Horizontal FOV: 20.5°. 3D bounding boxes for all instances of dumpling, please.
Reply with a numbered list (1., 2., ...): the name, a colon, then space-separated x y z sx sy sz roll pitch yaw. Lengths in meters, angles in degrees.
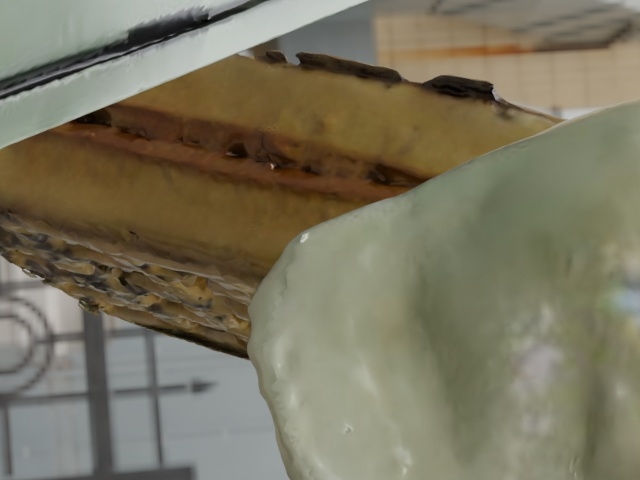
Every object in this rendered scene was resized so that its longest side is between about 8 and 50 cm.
1. dumpling: 0.112 0.051 0.420 0.131 0.252 0.179 119 -31 -52

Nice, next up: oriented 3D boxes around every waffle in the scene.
1. waffle: 0.000 -0.001 0.896 0.261 0.376 0.114 40 66 -62

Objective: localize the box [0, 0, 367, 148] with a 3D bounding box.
1. box: -0.053 -0.160 0.382 0.225 0.117 0.225 -32 140 -57
